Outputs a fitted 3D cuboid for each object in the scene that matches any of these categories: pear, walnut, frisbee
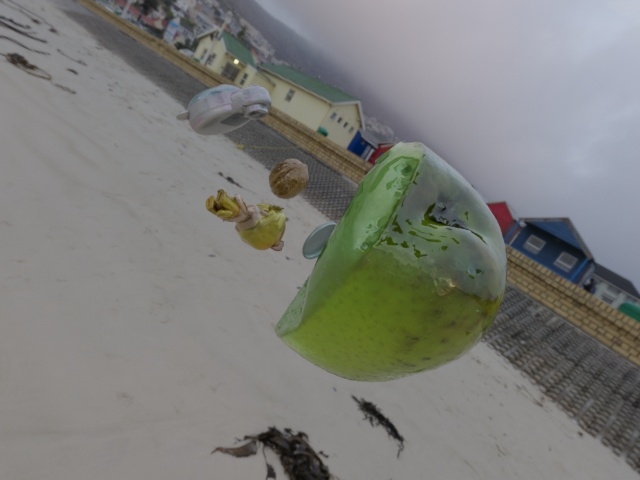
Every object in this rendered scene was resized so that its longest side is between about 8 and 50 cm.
[{"bbox_3d":[0.116,0.038,0.528,0.239,0.342,0.318,33,-11,-6],"label":"pear"},{"bbox_3d":[-0.085,-0.170,1.112,0.105,0.125,0.105,49,23,-29],"label":"walnut"},{"bbox_3d":[0.000,0.000,0.950,0.014,0.110,0.110,45,16,27],"label":"frisbee"}]

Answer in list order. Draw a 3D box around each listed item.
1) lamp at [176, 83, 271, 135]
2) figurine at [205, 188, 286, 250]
[{"bbox_3d":[-0.251,-0.361,1.086,0.179,0.246,0.107,-34,110,-70],"label":"lamp"},{"bbox_3d":[-0.173,-0.050,1.017,0.246,0.156,0.131,26,48,-48],"label":"figurine"}]
